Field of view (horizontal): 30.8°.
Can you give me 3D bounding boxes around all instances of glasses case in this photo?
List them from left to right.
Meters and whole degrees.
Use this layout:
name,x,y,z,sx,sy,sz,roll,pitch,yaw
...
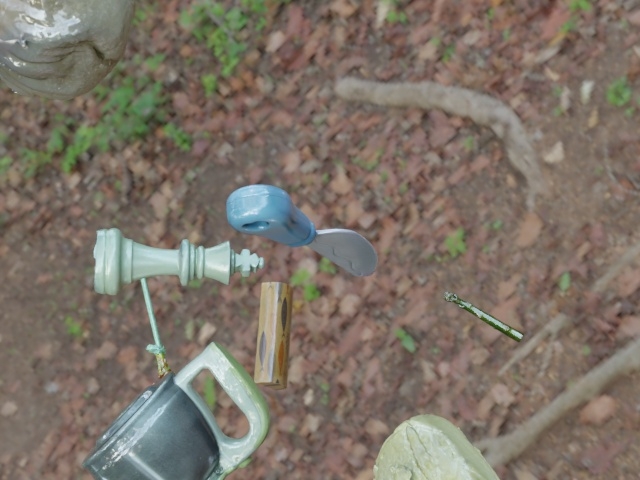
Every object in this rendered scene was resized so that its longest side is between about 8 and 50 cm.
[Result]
name,x,y,z,sx,sy,sz,roll,pitch,yaw
glasses case,-0.071,0.157,1.919,0.041,0.064,0.170,-8,68,30

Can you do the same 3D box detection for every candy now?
name,x,y,z,sx,sy,sz,roll,pitch,yaw
candy,-0.212,0.142,1.542,0.060,0.060,0.201,-18,85,35

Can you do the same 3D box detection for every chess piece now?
name,x,y,z,sx,sy,sz,roll,pitch,yaw
chess piece,-0.123,0.019,1.024,0.149,0.059,0.059,0,39,-9

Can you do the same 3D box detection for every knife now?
name,x,y,z,sx,sy,sz,roll,pitch,yaw
knife,0.002,-0.001,0.981,0.058,0.244,0.032,-18,68,25

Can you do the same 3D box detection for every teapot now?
name,x,y,z,sx,sy,sz,roll,pitch,yaw
teapot,-0.099,0.145,0.821,0.124,0.091,0.092,-41,7,36

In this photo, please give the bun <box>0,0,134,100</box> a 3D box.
name,x,y,z,sx,sy,sz,roll,pitch,yaw
bun,-0.376,-0.323,1.571,0.205,0.281,0.281,-26,27,-24

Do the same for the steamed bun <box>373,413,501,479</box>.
name,x,y,z,sx,sy,sz,roll,pitch,yaw
steamed bun,0.159,0.361,1.474,0.166,0.273,0.232,-35,48,-7

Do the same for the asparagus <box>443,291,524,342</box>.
name,x,y,z,sx,sy,sz,roll,pitch,yaw
asparagus,0.231,0.107,1.651,0.015,0.127,0.018,-60,-4,-10
